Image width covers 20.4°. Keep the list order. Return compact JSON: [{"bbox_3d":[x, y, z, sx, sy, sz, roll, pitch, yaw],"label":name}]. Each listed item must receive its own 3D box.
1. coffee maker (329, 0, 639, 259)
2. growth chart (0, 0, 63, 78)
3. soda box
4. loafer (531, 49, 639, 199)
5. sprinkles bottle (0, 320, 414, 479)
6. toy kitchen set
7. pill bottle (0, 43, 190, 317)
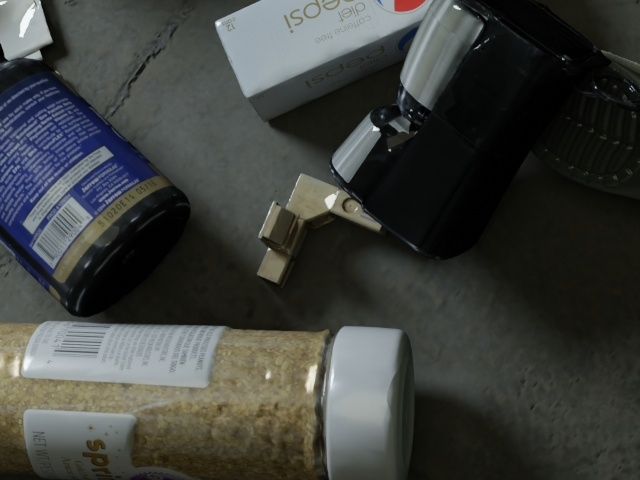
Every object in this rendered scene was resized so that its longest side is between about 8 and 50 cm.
[{"bbox_3d":[0.111,-0.076,1.252,0.171,0.120,0.178,49,121,35],"label":"coffee maker"},{"bbox_3d":[-0.299,-0.193,1.423,0.172,0.021,0.237,-15,77,6],"label":"growth chart"},{"bbox_3d":[0.036,-0.169,1.338,0.216,0.074,0.069,-24,76,4],"label":"soda box"},{"bbox_3d":[0.248,-0.071,1.290,0.251,0.087,0.094,31,111,24],"label":"loafer"},{"bbox_3d":[-0.113,0.118,1.281,0.355,0.121,0.121,2,79,10],"label":"sprinkles bottle"},{"bbox_3d":[0.000,0.000,1.313,0.075,0.068,0.083,22,84,12],"label":"toy kitchen set"},{"bbox_3d":[-0.212,-0.057,1.324,0.219,0.123,0.123,44,88,10],"label":"pill bottle"}]
